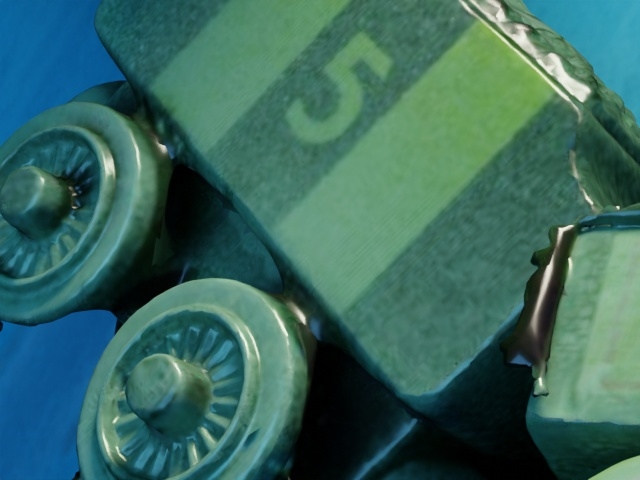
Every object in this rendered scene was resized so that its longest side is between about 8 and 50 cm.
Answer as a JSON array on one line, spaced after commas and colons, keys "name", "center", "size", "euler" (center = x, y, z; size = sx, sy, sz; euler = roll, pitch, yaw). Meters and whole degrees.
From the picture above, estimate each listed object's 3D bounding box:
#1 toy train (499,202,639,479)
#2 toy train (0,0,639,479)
[{"name": "toy train", "center": [0.174, 0.091, 0.503], "size": [0.272, 0.159, 0.188], "euler": [-2, 52, 30]}, {"name": "toy train", "center": [0.000, 0.000, 0.697], "size": [0.238, 0.167, 0.299], "euler": [-47, 52, 6]}]
